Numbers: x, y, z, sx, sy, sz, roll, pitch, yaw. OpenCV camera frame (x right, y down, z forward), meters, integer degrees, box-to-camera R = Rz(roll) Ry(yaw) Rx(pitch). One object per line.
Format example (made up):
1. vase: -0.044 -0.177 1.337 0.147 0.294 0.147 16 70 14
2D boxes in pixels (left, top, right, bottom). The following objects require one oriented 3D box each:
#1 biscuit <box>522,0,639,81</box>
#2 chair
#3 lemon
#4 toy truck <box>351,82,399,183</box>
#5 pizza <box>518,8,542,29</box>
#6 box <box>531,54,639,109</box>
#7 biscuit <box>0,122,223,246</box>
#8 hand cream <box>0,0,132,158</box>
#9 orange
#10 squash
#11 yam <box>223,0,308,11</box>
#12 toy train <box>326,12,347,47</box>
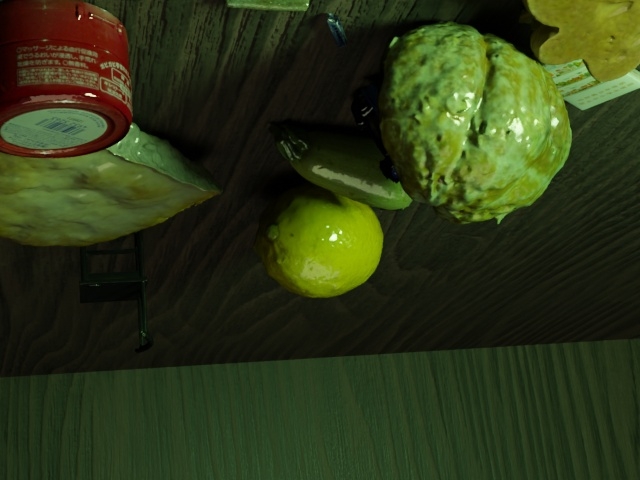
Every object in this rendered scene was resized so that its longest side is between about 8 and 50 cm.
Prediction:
1. biscuit: 0.393 -0.335 1.484 0.275 0.052 0.355 -29 147 25
2. chair: -0.416 0.091 2.242 0.141 0.260 0.154 -3 162 -12
3. lemon: 0.000 0.000 2.169 0.233 0.234 0.288 -22 165 39
4. toy truck: 0.167 -0.195 1.790 0.177 0.161 0.213 -44 147 25
5. pizza: 0.363 -0.324 1.590 0.160 0.036 0.099 -9 163 7
6. box: 0.424 -0.269 1.797 0.122 0.032 0.220 -19 159 36
7. biscuit: -0.429 -0.099 1.906 0.446 0.104 0.429 -24 155 37
8. hand cream: -0.366 -0.213 1.500 0.230 0.149 0.230 -9 162 -3
9. orange: 0.242 -0.157 1.615 0.210 0.271 0.368 21 178 37
10. squash: 0.026 -0.133 1.956 0.287 0.137 0.137 9 158 -25
11. yam: -0.072 -0.317 1.481 0.116 0.021 0.021 -2 162 -18
12. toy train: 0.023 -0.300 1.576 0.017 0.017 0.083 -12 162 9
